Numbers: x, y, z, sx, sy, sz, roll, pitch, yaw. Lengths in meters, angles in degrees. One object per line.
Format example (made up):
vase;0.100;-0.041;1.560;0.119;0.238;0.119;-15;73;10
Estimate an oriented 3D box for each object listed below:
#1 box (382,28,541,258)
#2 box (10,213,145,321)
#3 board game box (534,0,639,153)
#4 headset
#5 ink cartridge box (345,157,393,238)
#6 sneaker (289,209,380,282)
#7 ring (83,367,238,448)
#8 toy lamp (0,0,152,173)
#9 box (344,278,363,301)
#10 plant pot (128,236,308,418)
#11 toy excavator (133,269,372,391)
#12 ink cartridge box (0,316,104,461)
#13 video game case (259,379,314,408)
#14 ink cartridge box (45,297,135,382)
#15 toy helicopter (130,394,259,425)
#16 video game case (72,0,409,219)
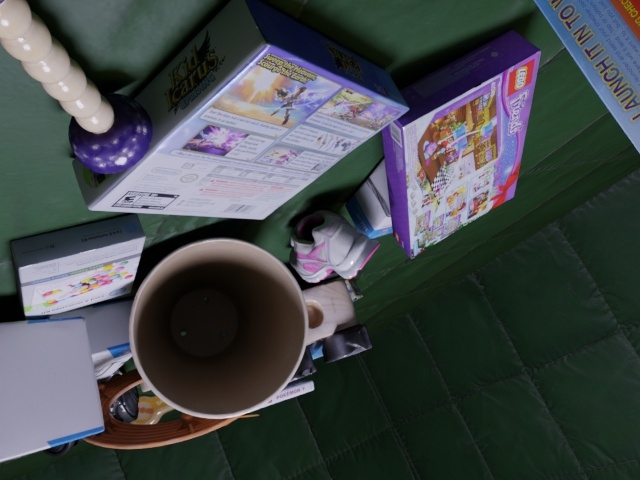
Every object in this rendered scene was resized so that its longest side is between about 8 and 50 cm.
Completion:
box;0.187;-0.116;0.826;0.200;0.057;0.293;-30;147;-10
box;-0.310;0.038;0.768;0.145;0.038;0.186;-16;163;-30
board game box;0.387;-0.225;0.523;0.086;0.308;0.302;-11;159;-48
headset;-0.526;0.352;1.339;0.243;0.185;0.394;-20;179;-36
ink cartridge box;0.148;-0.089;1.005;0.139;0.082;0.191;-16;163;-30
sneaker;0.000;0.000;1.043;0.103;0.111;0.252;-51;-165;-22
ring;-0.256;0.258;1.040;0.336;0.032;0.336;-6;-168;1
toy lamp;-0.181;-0.126;0.375;0.080;0.080;0.275;-25;167;-4
box;0.033;0.174;1.709;0.168;0.059;0.054;-33;161;23
plant pot;-0.177;0.138;0.984;0.256;0.257;0.274;-21;180;-17
toy excavator;-0.167;0.225;1.334;0.432;0.223;0.445;-16;170;-29
ink cartridge box;-0.452;0.220;0.821;0.232;0.168;0.171;-22;167;29
video game case;-0.146;0.315;1.225;0.201;0.023;0.183;-10;176;42
ink cartridge box;-0.403;0.186;1.006;0.148;0.086;0.203;-10;157;-46
toy helicopter;-0.307;0.382;1.499;0.354;0.235;0.140;-26;165;-8
video game case;-0.069;-0.111;0.621;0.244;0.061;0.269;-33;163;27
